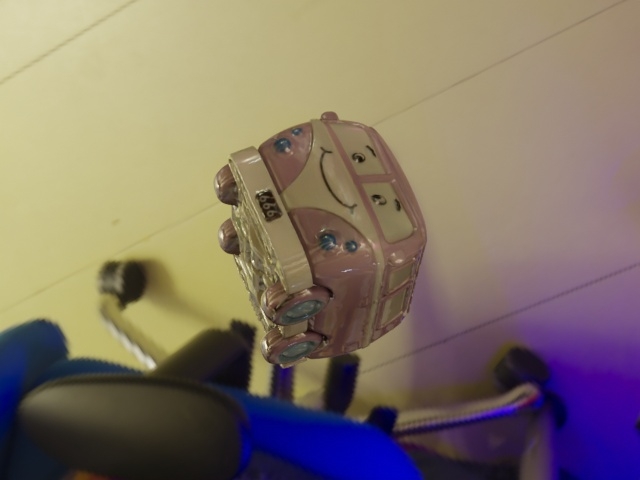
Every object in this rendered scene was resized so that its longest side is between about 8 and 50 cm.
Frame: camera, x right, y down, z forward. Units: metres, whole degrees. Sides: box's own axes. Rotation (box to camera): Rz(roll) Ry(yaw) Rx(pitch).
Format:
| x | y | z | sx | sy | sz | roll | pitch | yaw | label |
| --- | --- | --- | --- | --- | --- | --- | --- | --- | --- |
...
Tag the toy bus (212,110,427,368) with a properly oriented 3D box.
| x | y | z | sx | sy | sz | roll | pitch | yaw | label |
| --- | --- | --- | --- | --- | --- | --- | --- | --- | --- |
| 0.000 | 0.000 | 1.143 | 0.142 | 0.202 | 0.142 | -18 | 67 | -11 | toy bus |
